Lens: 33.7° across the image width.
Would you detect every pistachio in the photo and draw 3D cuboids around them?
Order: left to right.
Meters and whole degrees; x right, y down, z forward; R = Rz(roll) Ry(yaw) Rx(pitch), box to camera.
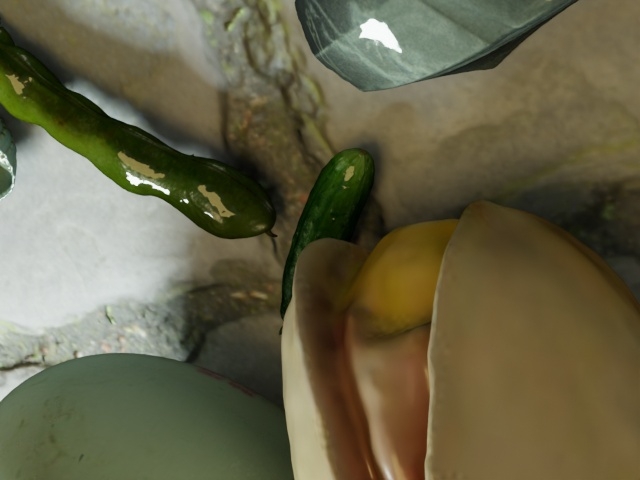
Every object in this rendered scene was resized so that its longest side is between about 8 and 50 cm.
[{"bbox_3d":[0.089,0.135,0.571,0.230,0.230,0.308,-14,96,36],"label":"pistachio"}]

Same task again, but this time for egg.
[{"bbox_3d":[-0.071,0.223,0.717,0.371,0.230,0.230,34,129,1],"label":"egg"}]

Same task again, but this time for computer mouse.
[{"bbox_3d":[0.073,-0.146,0.513,0.231,0.071,0.126,-29,100,38],"label":"computer mouse"}]

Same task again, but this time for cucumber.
[{"bbox_3d":[0.000,0.000,0.667,0.037,0.037,0.155,31,127,12],"label":"cucumber"}]

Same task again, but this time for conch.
[{"bbox_3d":[-0.252,-0.068,0.764,0.076,0.056,0.085,14,146,0],"label":"conch"}]

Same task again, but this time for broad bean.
[{"bbox_3d":[-0.137,-0.069,0.702,0.256,0.052,0.052,33,88,13],"label":"broad bean"}]
